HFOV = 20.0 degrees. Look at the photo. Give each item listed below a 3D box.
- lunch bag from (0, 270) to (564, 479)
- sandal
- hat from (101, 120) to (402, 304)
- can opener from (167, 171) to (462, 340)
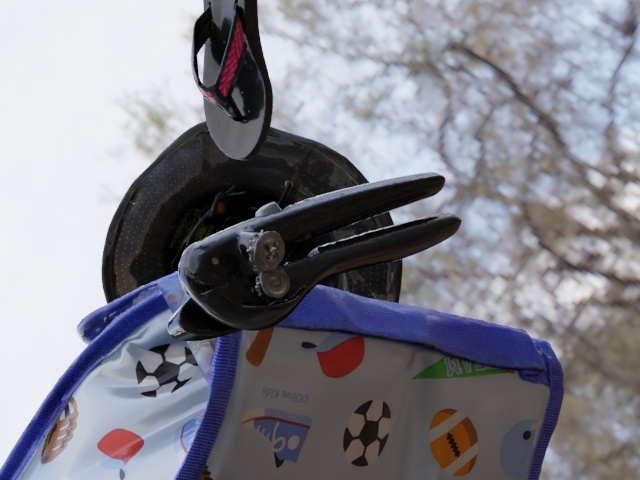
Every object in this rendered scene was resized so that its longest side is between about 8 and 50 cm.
[{"bbox_3d":[-0.042,0.189,1.310,0.328,0.239,0.385,12,-57,-37],"label":"lunch bag"},{"bbox_3d":[-0.075,-0.149,1.374,0.040,0.067,0.179,-5,-90,-50],"label":"sandal"},{"bbox_3d":[-0.057,0.036,1.918,0.331,0.331,0.134,-57,-19,5],"label":"hat"},{"bbox_3d":[0.000,0.000,0.966,0.186,0.073,0.059,-25,-83,-32],"label":"can opener"}]
